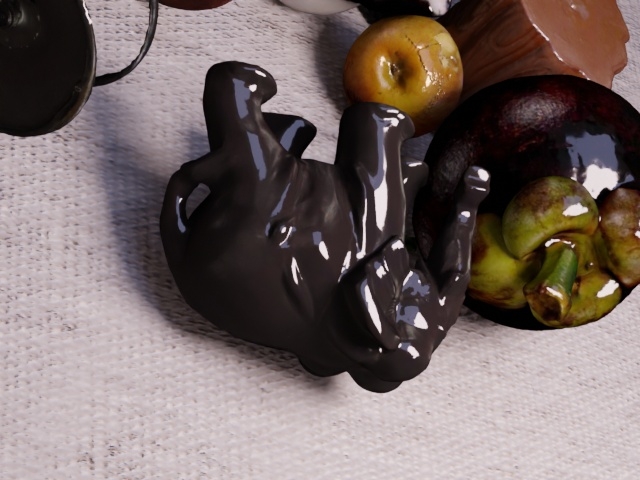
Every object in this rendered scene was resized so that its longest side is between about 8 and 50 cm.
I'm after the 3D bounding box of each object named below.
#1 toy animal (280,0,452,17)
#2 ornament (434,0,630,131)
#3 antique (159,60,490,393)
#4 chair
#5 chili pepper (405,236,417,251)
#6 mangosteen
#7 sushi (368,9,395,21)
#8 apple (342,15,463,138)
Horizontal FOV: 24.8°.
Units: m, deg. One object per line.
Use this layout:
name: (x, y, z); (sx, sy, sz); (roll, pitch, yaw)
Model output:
toy animal: (0.035, -0.339, 1.655); (0.187, 0.235, 0.165); (-22, 114, -44)
ornament: (0.226, -0.230, 1.770); (0.221, 0.218, 0.235); (10, 58, -39)
antique: (0.000, 0.000, 1.415); (0.322, 0.185, 0.255); (16, 68, -17)
chair: (-0.202, -0.285, 1.398); (0.226, 0.226, 0.401); (49, 41, -7)
chili pepper: (0.075, -0.005, 1.631); (0.083, 0.022, 0.027); (26, 82, -30)
mangosteen: (0.258, -0.040, 1.595); (0.297, 0.313, 0.296); (-3, 95, -33)
sushi: (0.132, -0.431, 1.814); (0.227, 0.215, 0.212); (57, 35, 6)
apple: (0.092, -0.187, 1.677); (0.146, 0.146, 0.146); (24, 50, -31)
